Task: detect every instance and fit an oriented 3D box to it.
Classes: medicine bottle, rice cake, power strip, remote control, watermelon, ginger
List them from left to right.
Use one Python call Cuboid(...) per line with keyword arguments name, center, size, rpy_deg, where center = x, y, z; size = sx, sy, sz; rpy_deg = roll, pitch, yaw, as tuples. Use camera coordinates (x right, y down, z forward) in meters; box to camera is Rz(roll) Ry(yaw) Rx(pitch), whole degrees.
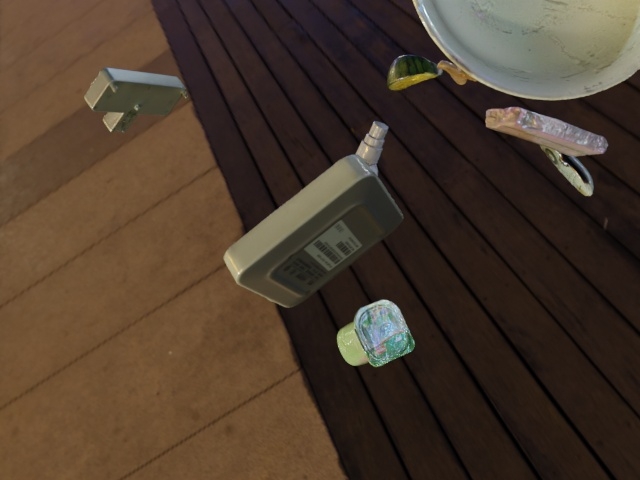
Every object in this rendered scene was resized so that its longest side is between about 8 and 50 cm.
Cuboid(name="power strip", center=(-0.393, -0.283, 1.434), size=(0.145, 0.216, 0.061), rpy_deg=(-43, 73, 29))
Cuboid(name="medicine bottle", center=(0.107, -0.181, 2.006), size=(0.110, 0.110, 0.351), rpy_deg=(54, 129, 46))
Cuboid(name="watermelon", center=(0.239, -0.470, 1.894), size=(0.181, 0.092, 0.075), rpy_deg=(-8, 86, 58))
Cuboid(name="ginger", center=(0.307, -0.377, 1.541), size=(0.097, 0.048, 0.030), rpy_deg=(21, 74, -2))
Cuboid(name="rice cake", center=(0.538, -0.254, 1.627), size=(0.106, 0.298, 0.050), rpy_deg=(4, 82, 65))
Cuboid(name="remote control", center=(0.634, -0.220, 1.807), size=(0.045, 0.097, 0.256), rpy_deg=(-36, 70, 2))

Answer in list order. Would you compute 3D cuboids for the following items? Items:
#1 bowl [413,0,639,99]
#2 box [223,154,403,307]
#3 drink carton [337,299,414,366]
Cuboid(name="bowl", center=(0.326, -0.425, 1.050), size=(0.435, 0.434, 0.196), rpy_deg=(-35, 8, 2))
Cuboid(name="box", center=(0.000, 0.000, 1.551), size=(0.373, 0.367, 0.090), rpy_deg=(-39, 66, 5))
Cuboid(name="drink carton", center=(0.120, 0.238, 1.694), size=(0.146, 0.144, 0.142), rpy_deg=(-18, -10, -31))
